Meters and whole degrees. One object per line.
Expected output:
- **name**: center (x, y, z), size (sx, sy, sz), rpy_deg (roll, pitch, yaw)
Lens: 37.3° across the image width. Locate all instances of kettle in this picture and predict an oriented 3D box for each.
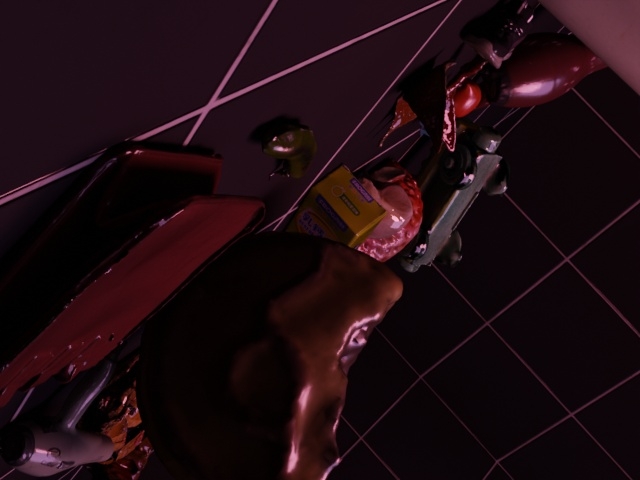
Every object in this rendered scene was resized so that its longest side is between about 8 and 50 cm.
- **kettle**: center (0.588, -0.373, 1.484), size (0.250, 0.376, 0.361), rpy_deg (-38, 173, -34)

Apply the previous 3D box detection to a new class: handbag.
- **handbag**: center (-0.193, 0.033, 0.860), size (0.275, 0.084, 0.260), rpy_deg (-43, 174, 13)

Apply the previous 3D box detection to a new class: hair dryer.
- **hair dryer**: center (-0.339, 0.259, 1.374), size (0.225, 0.088, 0.219), rpy_deg (-46, 157, -17)
- **hair dryer**: center (0.384, -0.305, 1.777), size (0.313, 0.123, 0.340), rpy_deg (-19, -179, -21)

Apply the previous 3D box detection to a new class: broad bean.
- **broad bean**: center (-0.034, -0.102, 1.097), size (0.069, 0.039, 0.227), rpy_deg (-36, 173, -4)

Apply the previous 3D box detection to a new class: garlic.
- **garlic**: center (0.073, -0.052, 1.699), size (0.175, 0.124, 0.099), rpy_deg (-23, -170, 13)

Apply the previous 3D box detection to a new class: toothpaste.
- **toothpaste**: center (0.000, 0.000, 1.626), size (0.077, 0.110, 0.327), rpy_deg (-36, 171, -29)

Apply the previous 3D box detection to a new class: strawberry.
- **strawberry**: center (0.099, -0.020, 1.907), size (0.265, 0.149, 0.336), rpy_deg (-43, 174, -8)

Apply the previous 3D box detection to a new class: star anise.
- **star anise**: center (-0.410, 0.418, 1.842), size (0.237, 0.148, 0.346), rpy_deg (-63, 174, -9)

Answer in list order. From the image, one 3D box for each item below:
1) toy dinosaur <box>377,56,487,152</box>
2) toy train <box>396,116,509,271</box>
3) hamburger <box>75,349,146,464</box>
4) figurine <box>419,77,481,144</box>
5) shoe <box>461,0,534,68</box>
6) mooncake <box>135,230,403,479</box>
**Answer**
- **toy dinosaur**: center (0.185, -0.189, 1.491), size (0.207, 0.113, 0.327), rpy_deg (-35, 175, -15)
- **toy train**: center (0.252, -0.113, 2.001), size (0.150, 0.237, 0.369), rpy_deg (12, 125, -29)
- **hamburger**: center (-0.311, 0.264, 1.568), size (0.231, 0.107, 0.231), rpy_deg (-40, 165, -13)
- **figurine**: center (0.231, -0.233, 1.674), size (0.140, 0.068, 0.075), rpy_deg (-56, 180, 43)
- **shoe**: center (0.273, -0.315, 1.398), size (0.099, 0.071, 0.169), rpy_deg (-49, 175, 27)
- **mooncake**: center (-0.056, 0.192, 1.308), size (0.393, 0.394, 0.246), rpy_deg (-14, 162, -14)
